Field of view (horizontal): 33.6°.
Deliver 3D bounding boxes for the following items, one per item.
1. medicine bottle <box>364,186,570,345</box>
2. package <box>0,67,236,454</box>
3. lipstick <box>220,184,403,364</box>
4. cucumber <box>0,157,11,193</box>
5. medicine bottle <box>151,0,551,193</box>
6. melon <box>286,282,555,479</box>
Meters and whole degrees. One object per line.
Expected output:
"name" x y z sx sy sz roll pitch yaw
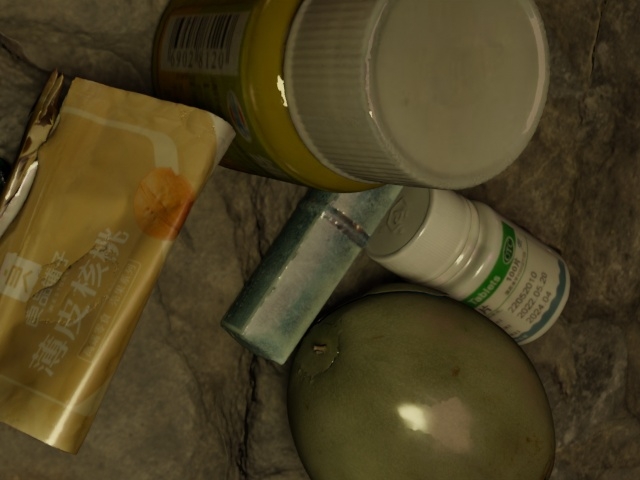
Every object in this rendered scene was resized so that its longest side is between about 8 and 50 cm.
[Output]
"medicine bottle" 0.171 0.022 1.241 0.237 0.139 0.139 30 83 -33
"package" -0.232 0.010 0.954 0.165 0.221 0.311 28 79 -17
"lipstick" 0.000 0.000 1.171 0.076 0.077 0.289 40 80 -26
"cucumber" -0.300 -0.016 1.019 0.032 0.032 0.133 -9 103 -29
"medicine bottle" 0.013 -0.157 0.971 0.224 0.384 0.224 -5 101 -30
"melon" 0.105 0.195 1.159 0.330 0.268 0.268 44 77 -29
